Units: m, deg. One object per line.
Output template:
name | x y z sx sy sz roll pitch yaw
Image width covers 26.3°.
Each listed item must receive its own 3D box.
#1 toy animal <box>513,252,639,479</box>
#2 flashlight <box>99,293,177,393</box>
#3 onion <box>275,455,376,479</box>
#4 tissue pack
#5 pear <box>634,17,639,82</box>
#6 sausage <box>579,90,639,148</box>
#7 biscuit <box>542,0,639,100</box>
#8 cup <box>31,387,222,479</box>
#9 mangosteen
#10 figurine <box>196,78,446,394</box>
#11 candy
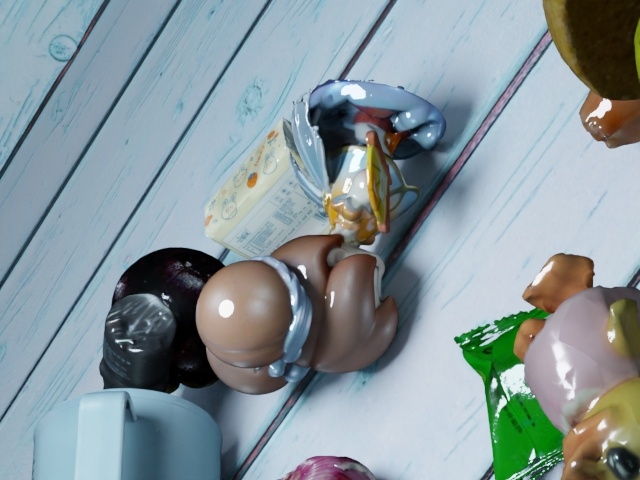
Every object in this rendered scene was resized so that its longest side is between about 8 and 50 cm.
toy animal | 0.280 0.156 1.231 0.281 0.169 0.195 -101 13 -49
flashlight | -0.268 0.234 1.919 0.424 0.103 0.103 106 166 -48
onion | -0.016 0.350 1.558 0.230 0.163 0.230 -45 2 2
tissue pack | -0.052 -0.057 1.934 0.196 0.148 0.092 -46 30 27
pear | 0.447 -0.211 1.103 0.413 0.352 0.352 -31 41 29
sausage | 0.415 -0.273 1.423 0.419 0.094 0.094 -55 40 12
biscuit | 0.378 -0.278 1.295 0.367 0.314 0.063 -32 44 -1
cup | -0.241 0.374 1.768 0.331 0.256 0.311 -51 31 43
mangosteen | -0.215 0.134 1.994 0.250 0.211 0.211 -67 27 22
figurine | 0.001 0.000 1.713 0.277 0.248 0.388 81 -159 -71
candy | 0.215 0.150 1.420 0.141 0.078 0.203 -45 39 29
